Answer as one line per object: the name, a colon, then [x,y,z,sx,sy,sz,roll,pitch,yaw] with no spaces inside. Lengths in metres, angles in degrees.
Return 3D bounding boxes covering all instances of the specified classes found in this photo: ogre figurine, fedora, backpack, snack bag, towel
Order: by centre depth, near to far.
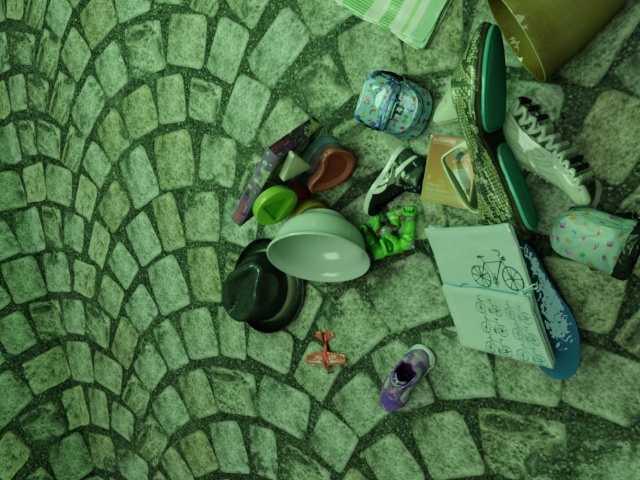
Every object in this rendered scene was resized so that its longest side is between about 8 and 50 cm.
backpack: [0.606,-0.006,1.157,0.182,0.115,0.152,27,114,31]
snack bag: [0.386,0.118,1.245,0.323,0.037,0.343,0,111,67]
towel: [0.200,-0.678,1.378,0.325,0.038,0.248,38,115,24]
backpack: [0.197,-0.351,1.384,0.173,0.117,0.158,33,115,23]
ogre figurine: [0.191,-0.016,1.452,0.197,0.097,0.118,-15,77,24]
fedora: [-0.214,0.160,1.717,0.334,0.152,0.334,6,101,33]

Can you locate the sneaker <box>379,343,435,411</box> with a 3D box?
sneaker: [0.226,0.399,1.484,0.095,0.104,0.236,38,118,22]

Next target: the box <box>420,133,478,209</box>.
box: [0.341,-0.176,1.326,0.130,0.091,0.171,14,105,32]

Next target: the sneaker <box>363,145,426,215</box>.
sneaker: [0.210,-0.136,1.427,0.121,0.079,0.217,39,115,25]

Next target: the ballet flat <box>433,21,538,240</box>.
ballet flat: [0.350,-0.222,1.180,0.182,0.164,0.483,-7,103,39]

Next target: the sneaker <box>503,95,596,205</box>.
sneaker: [0.514,-0.190,1.208,0.118,0.110,0.292,-47,64,40]

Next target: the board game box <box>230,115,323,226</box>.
board game box: [-0.131,-0.192,1.510,0.056,0.208,0.347,40,140,0]

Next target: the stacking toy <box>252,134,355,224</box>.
stacking toy: [-0.072,-0.176,1.505,0.130,0.279,0.309,53,123,29]

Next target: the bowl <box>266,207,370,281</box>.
bowl: [0.000,0.000,1.509,0.297,0.298,0.134,-16,54,35]

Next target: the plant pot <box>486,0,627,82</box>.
plant pot: [0.518,-0.505,1.097,0.254,0.237,0.237,-33,78,17]

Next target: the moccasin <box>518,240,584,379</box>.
moccasin: [0.527,0.148,1.239,0.137,0.117,0.342,-18,83,23]

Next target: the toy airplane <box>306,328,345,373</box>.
toy airplane: [0.014,0.350,1.666,0.151,0.028,0.151,5,99,32]
